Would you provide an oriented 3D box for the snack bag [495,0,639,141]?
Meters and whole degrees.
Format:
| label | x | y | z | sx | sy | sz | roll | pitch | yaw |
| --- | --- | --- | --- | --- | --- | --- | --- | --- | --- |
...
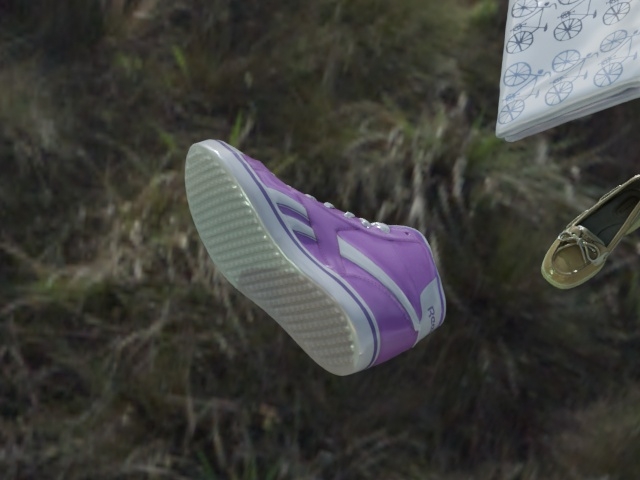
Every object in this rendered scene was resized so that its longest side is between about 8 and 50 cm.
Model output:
| label | x | y | z | sx | sy | sz | roll | pitch | yaw |
| --- | --- | --- | --- | --- | --- | --- | --- | --- | --- |
| snack bag | 0.335 | -0.253 | 1.445 | 0.342 | 0.037 | 0.323 | -17 | 40 | 29 |

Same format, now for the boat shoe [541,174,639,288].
| label | x | y | z | sx | sy | sz | roll | pitch | yaw |
| --- | --- | --- | --- | --- | --- | --- | --- | --- | --- |
| boat shoe | 0.283 | -0.011 | 1.507 | 0.153 | 0.048 | 0.056 | -36 | 63 | -21 |

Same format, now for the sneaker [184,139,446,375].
| label | x | y | z | sx | sy | sz | roll | pitch | yaw |
| --- | --- | --- | --- | --- | --- | --- | --- | --- | --- |
| sneaker | 0.000 | 0.001 | 1.386 | 0.161 | 0.102 | 0.282 | -22 | 60 | -38 |
